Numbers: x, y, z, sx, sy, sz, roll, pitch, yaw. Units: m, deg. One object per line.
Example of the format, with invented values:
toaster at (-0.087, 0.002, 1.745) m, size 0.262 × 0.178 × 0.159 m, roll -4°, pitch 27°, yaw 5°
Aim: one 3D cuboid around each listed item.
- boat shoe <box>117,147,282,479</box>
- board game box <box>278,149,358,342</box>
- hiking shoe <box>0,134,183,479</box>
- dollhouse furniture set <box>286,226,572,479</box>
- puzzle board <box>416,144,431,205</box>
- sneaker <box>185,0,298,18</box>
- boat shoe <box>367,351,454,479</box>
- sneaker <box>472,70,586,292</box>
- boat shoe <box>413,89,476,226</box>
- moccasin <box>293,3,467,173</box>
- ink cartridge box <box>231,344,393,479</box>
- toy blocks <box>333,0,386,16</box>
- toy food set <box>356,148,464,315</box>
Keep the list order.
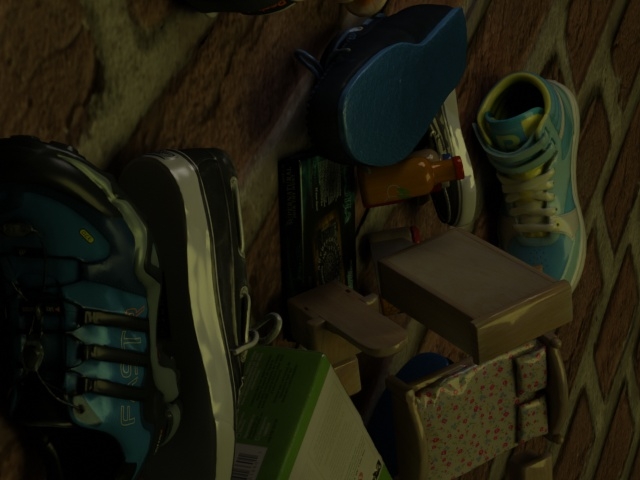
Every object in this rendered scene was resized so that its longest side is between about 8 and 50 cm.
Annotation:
boat shoe at (-0.099, 0.076, 1.177) m, size 0.105 × 0.113 × 0.306 m, roll -12°, pitch 96°, yaw -48°
board game box at (0.000, 0.000, 1.457) m, size 0.126 × 0.026 × 0.186 m, roll -22°, pitch 113°, yaw -61°
hiking shoe at (-0.173, 0.069, 1.010) m, size 0.132 × 0.113 × 0.304 m, roll -68°, pitch 149°, yaw -49°
dollhouse furniture set at (0.151, 0.192, 1.454) m, size 0.303 × 0.174 × 0.355 m, roll -21°, pitch 119°, yaw -25°
puzzle board at (0.140, -0.105, 1.741) m, size 0.128 × 0.011 × 0.096 m, roll -34°, pitch 122°, yaw -58°
sneaker at (-0.072, -0.247, 1.165) m, size 0.321 × 0.126 × 0.127 m, roll -23°, pitch 108°, yaw -63°
boat shoe at (0.098, 0.255, 1.625) m, size 0.089 × 0.109 × 0.258 m, roll 28°, pitch 83°, yaw -46°
sneaker at (0.269, -0.073, 1.882) m, size 0.208 × 0.127 × 0.319 m, roll 18°, pitch 68°, yaw -65°
boat shoe at (0.121, -0.113, 1.636) m, size 0.076 × 0.080 × 0.228 m, roll -20°, pitch 120°, yaw -16°
moccasin at (0.051, -0.153, 1.442) m, size 0.342 × 0.117 × 0.137 m, roll -39°, pitch 131°, yaw -60°
ink cartridge box at (-0.026, 0.248, 1.366) m, size 0.255 × 0.097 × 0.188 m, roll 64°, pitch 39°, yaw -48°
toy blocks at (0.021, -0.303, 1.422) m, size 0.148 × 0.054 × 0.123 m, roll 19°, pitch 78°, yaw -62°
toy food set at (0.101, -0.021, 1.514) m, size 0.232 × 0.105 × 0.111 m, roll 78°, pitch 2°, yaw -47°
